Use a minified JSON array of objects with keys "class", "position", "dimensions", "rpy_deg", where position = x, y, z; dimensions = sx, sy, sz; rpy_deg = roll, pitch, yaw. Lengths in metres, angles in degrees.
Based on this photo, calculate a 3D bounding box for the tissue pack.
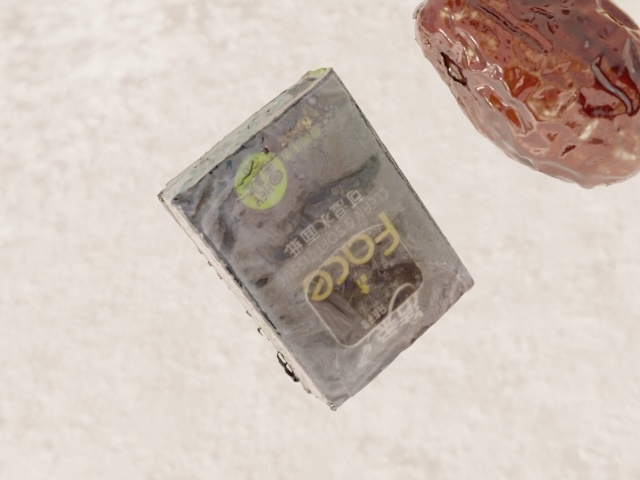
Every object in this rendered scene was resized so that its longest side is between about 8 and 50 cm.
[{"class":"tissue pack","position":[0.000,0.000,0.950],"dimensions":[0.173,0.235,0.073],"rpy_deg":[-40,23,-11]}]

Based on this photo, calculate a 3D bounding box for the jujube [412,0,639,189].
[{"class":"jujube","position":[0.231,-0.176,1.202],"dimensions":[0.197,0.290,0.197],"rpy_deg":[-51,3,4]}]
